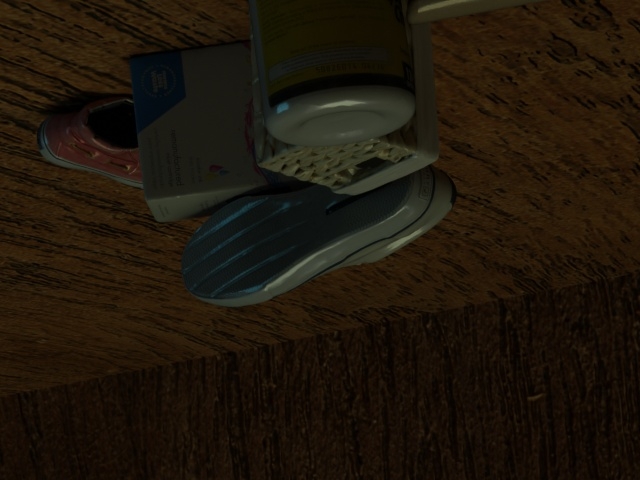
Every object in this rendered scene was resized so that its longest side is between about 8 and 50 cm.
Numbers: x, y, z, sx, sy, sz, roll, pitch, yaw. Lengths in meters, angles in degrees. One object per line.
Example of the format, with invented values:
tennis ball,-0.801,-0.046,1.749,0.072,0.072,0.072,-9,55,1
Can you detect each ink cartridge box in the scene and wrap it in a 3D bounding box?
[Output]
ink cartridge box,-0.042,-0.102,1.575,0.231,0.134,0.078,-9,165,0

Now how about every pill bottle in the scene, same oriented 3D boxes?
pill bottle,0.003,-0.163,1.215,0.103,0.184,0.103,-7,168,-2

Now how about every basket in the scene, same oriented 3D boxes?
basket,0.015,-0.132,1.411,0.103,0.167,0.113,9,160,-39

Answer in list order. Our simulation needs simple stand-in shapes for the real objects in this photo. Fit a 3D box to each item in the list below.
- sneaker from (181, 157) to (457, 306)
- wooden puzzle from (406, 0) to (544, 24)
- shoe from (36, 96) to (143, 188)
sneaker,0.000,0.000,1.528,0.258,0.094,0.091,-19,156,32
wooden puzzle,0.169,-0.210,1.269,0.221,0.044,0.239,-10,-162,8
shoe,-0.172,-0.091,1.706,0.178,0.063,0.081,9,165,-40
